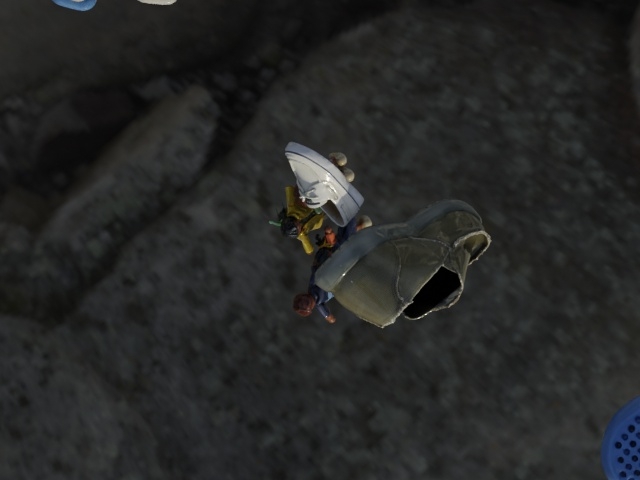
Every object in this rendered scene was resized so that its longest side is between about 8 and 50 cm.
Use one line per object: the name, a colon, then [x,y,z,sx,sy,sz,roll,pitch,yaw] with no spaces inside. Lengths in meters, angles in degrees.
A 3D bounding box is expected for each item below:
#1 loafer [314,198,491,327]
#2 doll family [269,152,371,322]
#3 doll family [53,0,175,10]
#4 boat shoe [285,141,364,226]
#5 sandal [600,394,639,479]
loafer: [0.085,0.030,1.603,0.087,0.251,0.094,51,121,13]
doll family: [0.000,0.000,2.000,0.111,0.076,0.193,-41,112,-51]
doll family: [-0.093,-0.271,1.263,0.118,0.163,0.263,23,64,5]
boat shoe: [-0.001,-0.044,1.492,0.100,0.035,0.035,45,69,-47]
sandal: [0.370,0.166,1.411,0.317,0.138,0.126,-3,94,24]
